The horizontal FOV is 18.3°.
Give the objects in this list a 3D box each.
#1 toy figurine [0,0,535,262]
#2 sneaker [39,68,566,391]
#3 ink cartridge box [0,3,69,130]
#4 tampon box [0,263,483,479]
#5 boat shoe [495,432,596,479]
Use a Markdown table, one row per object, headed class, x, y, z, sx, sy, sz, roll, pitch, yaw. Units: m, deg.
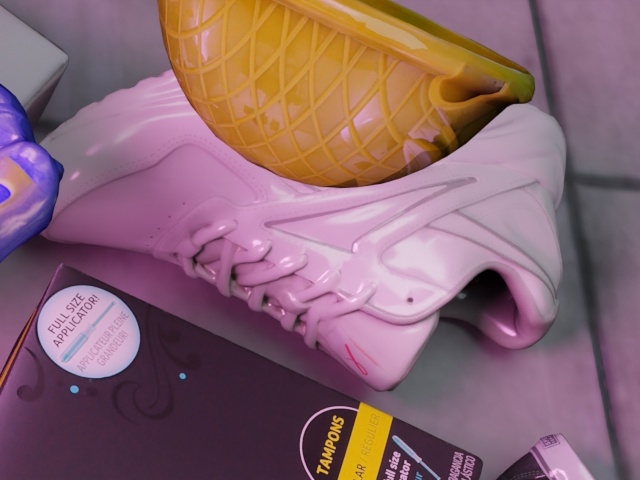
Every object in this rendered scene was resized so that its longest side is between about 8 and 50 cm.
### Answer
| class | x | y | z | sx | sy | sz | roll | pitch | yaw |
| --- | --- | --- | --- | --- | --- | --- | --- | --- | --- |
| toy figurine | -0.141 | -0.038 | 0.640 | 0.362 | 0.191 | 0.217 | 27 | 86 | 1 |
| sneaker | 0.000 | 0.000 | 0.761 | 0.232 | 0.090 | 0.115 | 2 | 65 | -21 |
| ink cartridge box | -0.259 | 0.009 | 0.657 | 0.175 | 0.069 | 0.371 | 37 | 52 | -1 |
| tampon box | -0.048 | 0.107 | 0.668 | 0.161 | 0.101 | 0.120 | 25 | 55 | -8 |
| boat shoe | 0.115 | 0.141 | 0.759 | 0.040 | 0.049 | 0.142 | -34 | 79 | 0 |
